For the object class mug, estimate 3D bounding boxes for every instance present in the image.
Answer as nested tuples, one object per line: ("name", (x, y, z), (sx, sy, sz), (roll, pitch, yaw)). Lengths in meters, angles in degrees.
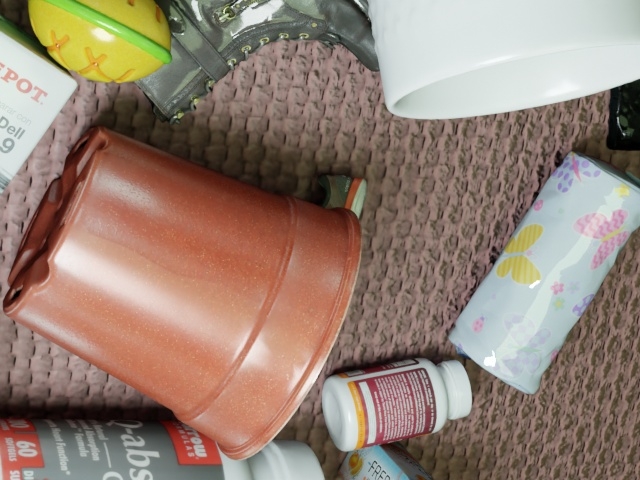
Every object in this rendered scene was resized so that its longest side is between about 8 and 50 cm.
("mug", (0.197, -0.305, 1.622), (0.374, 0.276, 0.328), (-1, 80, -54))

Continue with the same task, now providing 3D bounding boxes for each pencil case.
("pencil case", (0.257, 0.036, 1.859), (0.124, 0.113, 0.273), (26, 99, -37))

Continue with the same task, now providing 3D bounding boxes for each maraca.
("maraca", (-0.218, -0.205, 1.536), (0.186, 0.127, 0.099), (26, 87, 3))

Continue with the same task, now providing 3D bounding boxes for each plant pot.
("plant pot", (-0.143, 0.035, 1.624), (0.265, 0.272, 0.272), (26, 99, -18))

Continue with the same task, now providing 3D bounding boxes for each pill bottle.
("pill bottle", (-0.190, 0.286, 1.723), (0.363, 0.210, 0.210), (3, 109, -23))
("pill bottle", (0.085, 0.177, 1.860), (0.152, 0.086, 0.086), (-10, 113, -18))

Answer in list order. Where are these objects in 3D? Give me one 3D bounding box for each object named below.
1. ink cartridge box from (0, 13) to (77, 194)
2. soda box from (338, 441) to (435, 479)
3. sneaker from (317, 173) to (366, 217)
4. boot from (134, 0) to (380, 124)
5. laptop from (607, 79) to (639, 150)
("ink cartridge box", (-0.394, -0.098, 1.543), (0.211, 0.121, 0.289), (33, 95, -29))
("soda box", (0.087, 0.274, 1.842), (0.058, 0.183, 0.063), (25, 98, -28))
("sneaker", (0.000, 0.000, 1.786), (0.065, 0.061, 0.157), (18, 103, 1))
("boot", (-0.076, -0.198, 1.663), (0.229, 0.091, 0.263), (-44, 115, 5))
("laptop", (0.455, -0.228, 1.893), (0.264, 0.136, 0.234), (1, 111, 5))
